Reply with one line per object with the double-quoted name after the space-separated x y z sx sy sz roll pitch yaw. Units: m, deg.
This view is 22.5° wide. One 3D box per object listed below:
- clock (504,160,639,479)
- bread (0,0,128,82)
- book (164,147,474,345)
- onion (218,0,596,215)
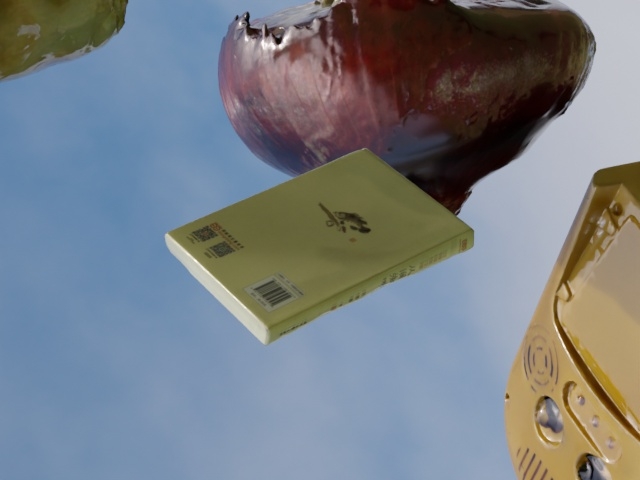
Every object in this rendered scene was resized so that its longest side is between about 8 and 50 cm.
0.267 0.113 1.255 0.200 0.317 0.244 -3 -133 -31 "clock"
-0.242 -0.072 0.565 0.077 0.367 0.084 -139 39 -59 "bread"
0.000 0.001 0.688 0.111 0.077 0.014 -24 -44 -28 "book"
0.064 -0.096 1.154 0.272 0.272 0.195 -20 -71 -61 "onion"
